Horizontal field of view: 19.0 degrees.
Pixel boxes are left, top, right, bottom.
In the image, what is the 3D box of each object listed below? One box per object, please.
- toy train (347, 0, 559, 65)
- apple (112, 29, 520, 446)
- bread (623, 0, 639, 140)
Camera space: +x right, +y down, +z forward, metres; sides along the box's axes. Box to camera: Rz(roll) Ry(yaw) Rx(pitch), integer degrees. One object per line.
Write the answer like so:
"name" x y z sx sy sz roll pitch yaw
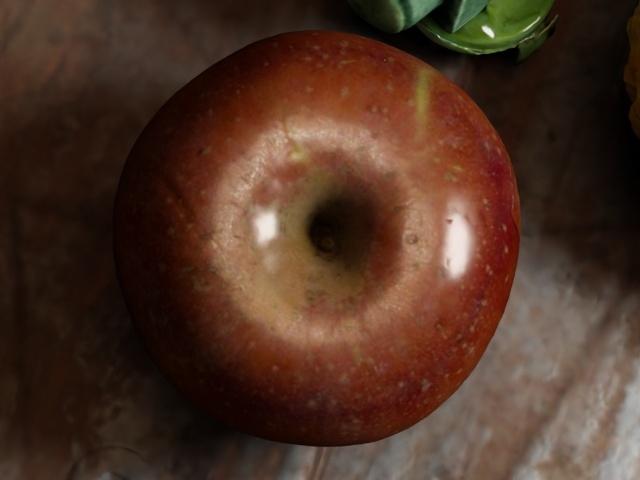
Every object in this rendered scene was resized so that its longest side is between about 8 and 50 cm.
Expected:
"toy train" 0.098 -0.225 1.004 0.271 0.159 0.188 -41 78 -17
"apple" 0.000 0.000 0.924 0.201 0.162 0.201 0 83 -1
"bread" 0.267 -0.079 0.995 0.240 0.139 0.240 3 73 -9
